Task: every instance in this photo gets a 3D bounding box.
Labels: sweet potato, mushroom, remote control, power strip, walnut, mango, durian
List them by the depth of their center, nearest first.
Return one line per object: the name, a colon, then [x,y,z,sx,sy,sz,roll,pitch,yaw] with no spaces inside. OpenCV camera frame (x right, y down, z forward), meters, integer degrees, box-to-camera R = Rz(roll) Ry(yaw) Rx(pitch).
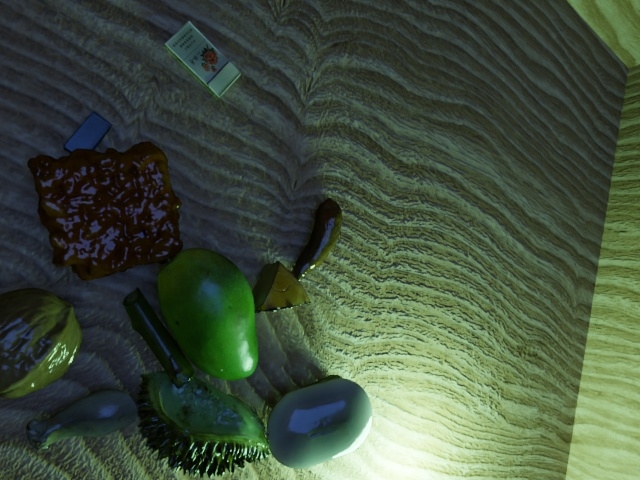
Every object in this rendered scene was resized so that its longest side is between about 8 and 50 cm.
walnut: [-0.631,0.212,0.939,0.227,0.228,0.228,2,85,-30]
mushroom: [-0.555,0.420,1.031,0.225,0.093,0.116,-6,111,-35]
power strip: [-0.580,-0.261,1.100,0.056,0.032,0.123,37,70,-22]
durian: [-0.311,0.488,1.141,0.394,0.163,0.198,25,33,-9]
mango: [-0.274,0.195,1.147,0.225,0.201,0.382,-30,105,-26]
remote control: [0.003,0.526,1.273,0.331,0.103,0.221,-6,86,-25]
sweet potato: [0.001,0.002,1.385,0.097,0.097,0.292,29,74,-25]

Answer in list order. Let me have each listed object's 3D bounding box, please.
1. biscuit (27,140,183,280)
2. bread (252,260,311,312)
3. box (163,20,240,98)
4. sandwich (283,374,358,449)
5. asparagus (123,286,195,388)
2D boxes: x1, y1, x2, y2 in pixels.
biscuit: [-0.505,-0.073,1.077,0.311,0.110,0.319,-15,102,-33]
bread: [-0.132,0.174,1.272,0.169,0.140,0.160,49,60,-19]
box: [-0.336,-0.517,1.262,0.198,0.029,0.109,43,68,-20]
sandwich: [-0.006,0.566,1.361,0.211,0.063,0.245,-15,93,-26]
asparagus: [-0.412,0.248,1.114,0.067,0.060,0.278,-37,93,-37]
